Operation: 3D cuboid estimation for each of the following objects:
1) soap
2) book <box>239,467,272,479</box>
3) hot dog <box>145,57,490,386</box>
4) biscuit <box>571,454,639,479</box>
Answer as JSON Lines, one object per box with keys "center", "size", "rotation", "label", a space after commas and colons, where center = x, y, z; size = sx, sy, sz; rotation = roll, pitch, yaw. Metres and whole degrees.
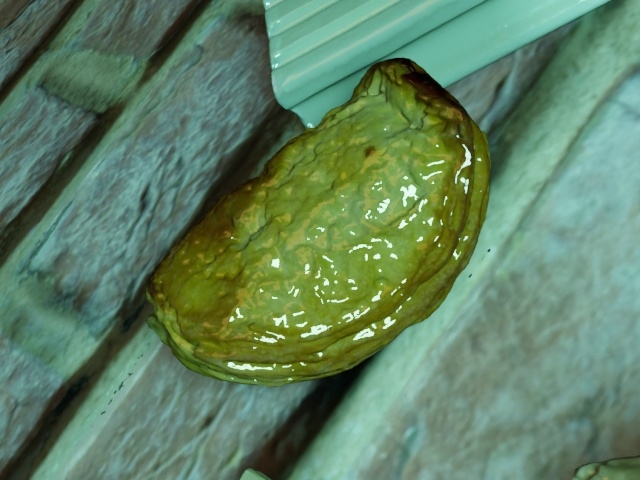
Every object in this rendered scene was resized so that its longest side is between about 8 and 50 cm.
{"center": [0.085, -0.202, 0.792], "size": [0.265, 0.087, 0.160], "rotation": [-26, 44, 19], "label": "soap"}
{"center": [-0.053, 0.268, 0.574], "size": [0.162, 0.022, 0.232], "rotation": [21, 72, 43], "label": "book"}
{"center": [0.003, 0.000, 0.681], "size": [0.259, 0.114, 0.175], "rotation": [-42, 46, 6], "label": "hot dog"}
{"center": [0.301, 0.140, 0.358], "size": [0.426, 0.078, 0.144], "rotation": [-12, 52, 31], "label": "biscuit"}
